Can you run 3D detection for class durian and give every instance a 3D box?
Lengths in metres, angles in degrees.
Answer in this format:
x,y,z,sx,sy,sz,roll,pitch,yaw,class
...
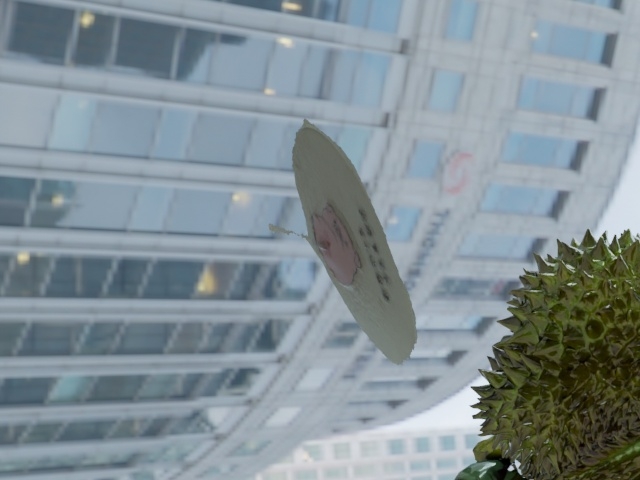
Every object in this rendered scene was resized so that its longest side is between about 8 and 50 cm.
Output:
x,y,z,sx,sy,sz,roll,pitch,yaw,class
0.165,0.083,0.716,0.159,0.146,0.198,28,-43,24,durian

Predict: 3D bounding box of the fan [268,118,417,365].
x,y,z,sx,sy,sz,roll,pitch,yaw,class
-0.001,0.000,1.019,0.182,0.010,0.310,69,-14,-8,fan
